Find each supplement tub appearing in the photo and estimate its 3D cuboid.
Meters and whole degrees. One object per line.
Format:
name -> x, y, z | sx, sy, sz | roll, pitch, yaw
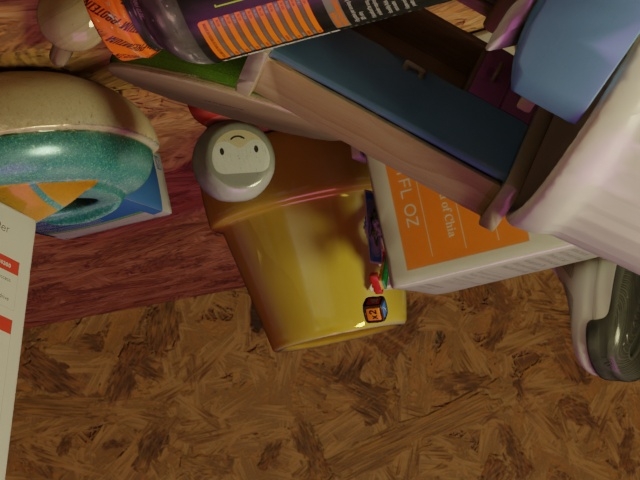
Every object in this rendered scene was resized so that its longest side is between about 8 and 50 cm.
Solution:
supplement tub -> -0.018, -0.153, 0.763 | 0.190, 0.117, 0.117 | -13, 173, 10

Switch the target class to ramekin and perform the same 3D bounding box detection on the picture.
ramekin -> 0.246, -0.101, 1.046 | 0.135, 0.277, 0.277 | 29, 170, -1

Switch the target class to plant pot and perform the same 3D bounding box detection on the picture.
plant pot -> 0.000, 0.000, 1.887 | 0.254, 0.239, 0.254 | -12, 172, -2

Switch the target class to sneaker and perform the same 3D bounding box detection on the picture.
sneaker -> 0.254, -0.005, 1.790 | 0.258, 0.447, 0.169 | -10, 130, 21

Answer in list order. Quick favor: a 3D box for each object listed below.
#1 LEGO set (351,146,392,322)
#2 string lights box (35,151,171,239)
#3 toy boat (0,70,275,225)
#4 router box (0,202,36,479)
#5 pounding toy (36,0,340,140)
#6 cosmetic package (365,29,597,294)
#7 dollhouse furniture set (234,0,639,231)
LEGO set -> 0.052, -0.033, 1.708 | 0.060, 0.244, 0.182 | -6, 176, 17
string lights box -> -0.259, -0.058, 1.644 | 0.133, 0.076, 0.260 | -13, 173, 10
toy boat -> -0.191, -0.075, 1.342 | 0.318, 0.148, 0.267 | -15, 172, 24
router box -> -0.366, 0.067, 1.148 | 0.082, 0.301, 0.335 | -17, 148, 34
pounding toy -> -0.080, -0.158, 1.173 | 0.237, 0.110, 0.183 | 17, 178, -5
cosmetic package -> 0.277, -0.106, 1.542 | 0.453, 0.230, 0.161 | -15, 172, 17
dollhouse furniture set -> 0.119, -0.214, 1.023 | 0.286, 0.198, 0.303 | -62, -179, -42
